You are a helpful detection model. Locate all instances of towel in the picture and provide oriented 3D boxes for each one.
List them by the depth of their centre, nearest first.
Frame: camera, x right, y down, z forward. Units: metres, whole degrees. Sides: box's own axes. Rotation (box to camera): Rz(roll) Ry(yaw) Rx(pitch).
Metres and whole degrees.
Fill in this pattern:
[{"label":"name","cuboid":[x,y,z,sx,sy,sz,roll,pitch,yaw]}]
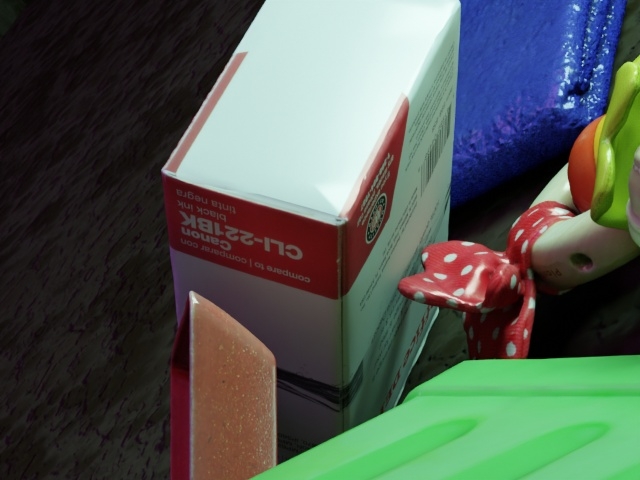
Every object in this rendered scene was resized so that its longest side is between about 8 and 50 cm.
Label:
[{"label":"towel","cuboid":[0.099,-0.092,1.464,0.308,0.076,0.227,-29,33,37]}]

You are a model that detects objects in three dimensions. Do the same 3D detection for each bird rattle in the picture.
[{"label":"bird rattle","cuboid":[0.177,-0.014,1.149,0.253,0.143,0.207,-43,4,47]}]

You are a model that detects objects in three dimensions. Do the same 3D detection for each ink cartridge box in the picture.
[{"label":"ink cartridge box","cuboid":[0.000,0.000,1.181,0.114,0.272,0.197,16,50,15]}]

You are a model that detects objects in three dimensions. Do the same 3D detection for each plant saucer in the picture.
[{"label":"plant saucer","cuboid":[-0.053,0.173,1.015,0.258,0.048,0.259,120,150,-77]}]

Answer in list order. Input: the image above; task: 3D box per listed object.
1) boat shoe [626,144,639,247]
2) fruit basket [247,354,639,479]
[{"label":"boat shoe","cuboid":[0.210,-0.050,0.663,0.109,0.098,0.302,-32,13,-27]},{"label":"fruit basket","cuboid":[0.172,0.141,0.710,0.392,0.282,0.392,-7,0,0]}]
